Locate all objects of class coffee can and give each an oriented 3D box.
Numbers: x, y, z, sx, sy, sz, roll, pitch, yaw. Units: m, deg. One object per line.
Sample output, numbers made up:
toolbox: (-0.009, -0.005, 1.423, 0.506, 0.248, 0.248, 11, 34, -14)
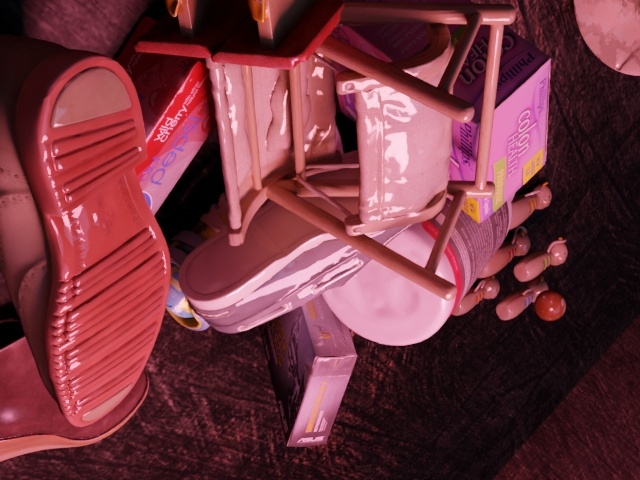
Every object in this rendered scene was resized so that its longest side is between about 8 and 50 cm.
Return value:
coffee can: (0.533, -0.371, 1.790, 0.275, 0.201, 0.201, -26, 147, -39)

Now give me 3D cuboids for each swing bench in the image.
swing bench: (0.036, -0.108, 1.181, 0.253, 0.255, 0.165, 88, 22, -48)

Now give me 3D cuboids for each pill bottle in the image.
pill bottle: (0.137, -0.019, 1.543, 0.318, 0.176, 0.176, -45, 161, -50)

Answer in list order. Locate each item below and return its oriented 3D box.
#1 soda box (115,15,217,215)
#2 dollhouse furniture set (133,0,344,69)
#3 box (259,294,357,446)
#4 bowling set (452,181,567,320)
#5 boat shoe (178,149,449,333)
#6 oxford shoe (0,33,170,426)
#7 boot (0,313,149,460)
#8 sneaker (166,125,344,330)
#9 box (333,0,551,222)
soda box: (-0.193, -0.082, 1.200, 0.263, 0.083, 0.092, -55, 155, 12)
dollhouse furniture set: (-0.025, -0.324, 1.072, 0.374, 0.152, 0.201, -56, 149, -47)
box: (-0.023, 0.122, 1.589, 0.056, 0.231, 0.183, -1, 136, -17)
bowling set: (0.370, 0.064, 2.166, 0.154, 0.200, 0.287, -26, 150, -41)
boat shoe: (0.000, 0.000, 1.341, 0.319, 0.116, 0.099, -29, 140, -8)
oxford shoe: (-0.234, -0.007, 1.107, 0.140, 0.147, 0.396, -33, 138, -43)
boot: (-0.284, 0.147, 1.369, 0.248, 0.090, 0.206, -21, 146, -37)
sneaker: (-0.096, -0.015, 1.400, 0.208, 0.127, 0.319, -26, 146, -40)
box: (0.131, -0.175, 1.392, 0.117, 0.243, 0.213, -43, 155, -14)
